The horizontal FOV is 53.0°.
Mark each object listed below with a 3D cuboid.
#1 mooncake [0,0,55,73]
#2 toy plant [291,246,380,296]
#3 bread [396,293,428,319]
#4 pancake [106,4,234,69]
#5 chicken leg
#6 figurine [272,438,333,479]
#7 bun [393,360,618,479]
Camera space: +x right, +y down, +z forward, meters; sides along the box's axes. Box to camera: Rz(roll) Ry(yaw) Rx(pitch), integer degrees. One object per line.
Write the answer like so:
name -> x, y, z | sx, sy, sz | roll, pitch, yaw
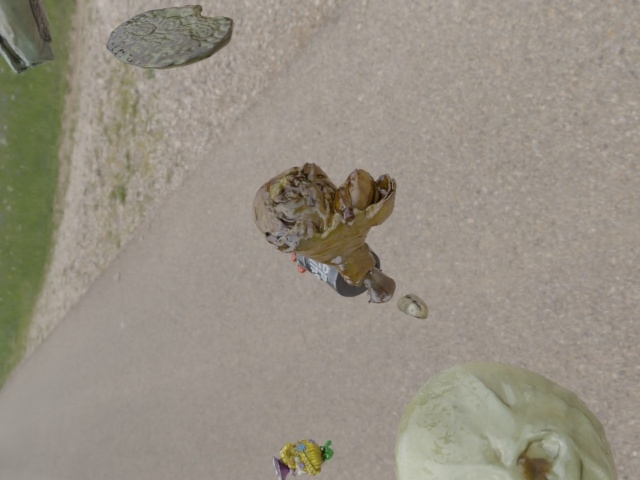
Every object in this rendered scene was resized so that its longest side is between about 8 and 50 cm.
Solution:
mooncake -> -0.654, -0.506, 1.324 | 0.254, 0.136, 0.250 | 45, 155, 34
toy plant -> -0.005, -0.009, 1.821 | 0.185, 0.279, 0.400 | -39, 43, -9
bread -> 0.238, 0.168, 1.663 | 0.214, 0.073, 0.053 | 4, -78, -89
pancake -> -0.263, -0.360, 1.122 | 0.235, 0.212, 0.029 | 44, 154, 40
chicken leg -> 0.065, -0.016, 1.371 | 0.295, 0.409, 0.182 | -33, 29, 19
figurine -> -0.039, 0.530, 1.591 | 0.095, 0.156, 0.115 | -123, 30, -51
bun -> 0.304, 0.355, 1.013 | 0.202, 0.364, 0.364 | 107, 153, -60
